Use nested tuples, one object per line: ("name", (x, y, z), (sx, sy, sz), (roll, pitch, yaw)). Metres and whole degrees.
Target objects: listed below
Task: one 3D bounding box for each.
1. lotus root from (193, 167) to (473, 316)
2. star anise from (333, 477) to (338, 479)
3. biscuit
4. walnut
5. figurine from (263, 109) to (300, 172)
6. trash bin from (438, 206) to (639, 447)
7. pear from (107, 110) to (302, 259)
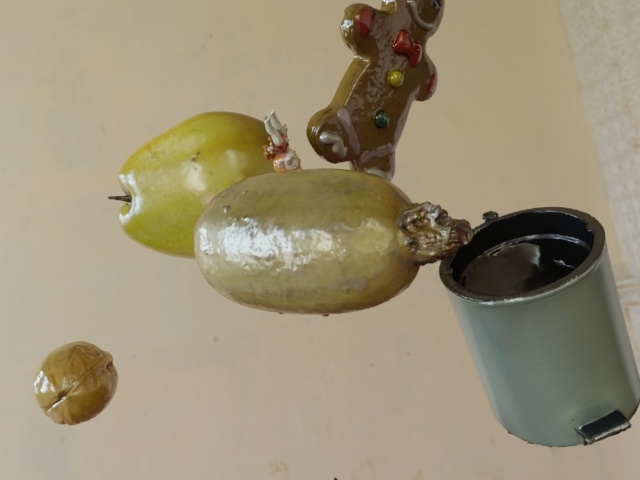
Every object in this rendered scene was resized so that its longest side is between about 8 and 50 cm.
("lotus root", (0.000, 0.000, 0.745), (0.343, 0.169, 0.151), (-2, -20, 34))
("star anise", (0.043, 0.455, 0.949), (0.196, 0.212, 0.111), (-18, -42, -18))
("biscuit", (0.133, -0.319, 1.208), (0.064, 0.431, 0.283), (23, -3, 43))
("walnut", (-0.490, 0.283, 1.315), (0.159, 0.159, 0.206), (-12, 5, 1))
("figurine", (-0.063, -0.145, 0.968), (0.047, 0.064, 0.109), (9, -39, 27))
("trash bin", (0.310, 0.118, 0.912), (0.217, 0.262, 0.277), (-25, 26, 0))
("pear", (-0.197, -0.089, 1.201), (0.336, 0.285, 0.285), (-37, 3, -21))
